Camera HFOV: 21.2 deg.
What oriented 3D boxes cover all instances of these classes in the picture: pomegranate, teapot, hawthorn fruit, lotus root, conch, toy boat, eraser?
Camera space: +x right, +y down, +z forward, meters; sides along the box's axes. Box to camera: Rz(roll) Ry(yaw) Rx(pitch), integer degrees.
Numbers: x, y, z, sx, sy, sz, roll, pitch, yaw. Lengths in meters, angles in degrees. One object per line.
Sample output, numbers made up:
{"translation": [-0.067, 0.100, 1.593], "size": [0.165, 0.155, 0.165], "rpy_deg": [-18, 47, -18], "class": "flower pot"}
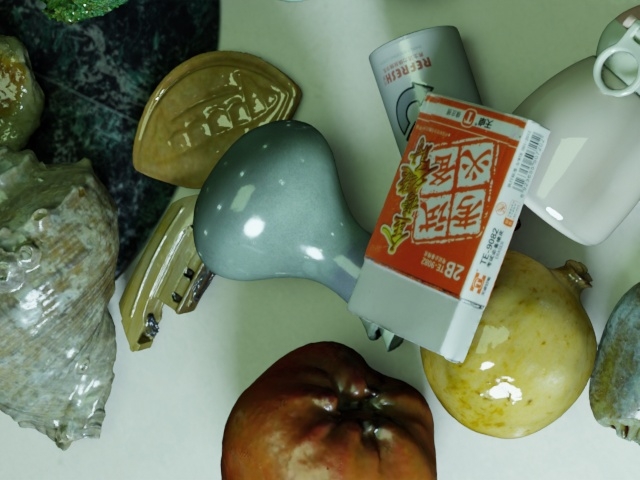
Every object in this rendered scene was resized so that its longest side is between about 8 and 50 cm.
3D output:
{"translation": [0.187, 0.092, 1.645], "size": [0.196, 0.196, 0.196], "rpy_deg": [0, 91, 27], "class": "pomegranate"}
{"translation": [0.000, 0.000, 1.748], "size": [0.251, 0.183, 0.183], "rpy_deg": [36, 106, 11], "class": "teapot"}
{"translation": [-0.006, 0.233, 1.737], "size": [0.224, 0.224, 0.261], "rpy_deg": [53, 134, 16], "class": "hawthorn fruit"}
{"translation": [0.322, 0.101, 1.626], "size": [0.113, 0.088, 0.192], "rpy_deg": [23, 101, 31], "class": "lotus root"}
{"translation": [-0.358, 0.066, 1.911], "size": [0.297, 0.210, 0.352], "rpy_deg": [-8, 85, 41], "class": "conch"}
{"translation": [-0.159, 0.037, 1.884], "size": [0.077, 0.057, 0.200], "rpy_deg": [34, 105, 16], "class": "toy boat"}
{"translation": [0.116, -0.016, 1.600], "size": [0.157, 0.038, 0.230], "rpy_deg": [23, 93, 54], "class": "eraser"}

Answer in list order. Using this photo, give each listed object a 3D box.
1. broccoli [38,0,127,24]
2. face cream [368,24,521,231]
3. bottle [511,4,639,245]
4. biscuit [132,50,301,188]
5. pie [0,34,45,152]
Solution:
{"translation": [-0.264, -0.374, 1.813], "size": [0.308, 0.275, 0.308], "rpy_deg": [174, 90, -68], "class": "broccoli"}
{"translation": [0.126, -0.100, 1.717], "size": [0.096, 0.096, 0.214], "rpy_deg": [-21, 81, 25], "class": "face cream"}
{"translation": [0.281, -0.125, 1.616], "size": [0.147, 0.147, 0.236], "rpy_deg": [44, 104, 19], "class": "bottle"}
{"translation": [-0.119, -0.134, 1.877], "size": [0.220, 0.029, 0.142], "rpy_deg": [-19, 82, 26], "class": "biscuit"}
{"translation": [-0.404, -0.156, 1.994], "size": [0.163, 0.079, 0.193], "rpy_deg": [40, 108, 17], "class": "pie"}
